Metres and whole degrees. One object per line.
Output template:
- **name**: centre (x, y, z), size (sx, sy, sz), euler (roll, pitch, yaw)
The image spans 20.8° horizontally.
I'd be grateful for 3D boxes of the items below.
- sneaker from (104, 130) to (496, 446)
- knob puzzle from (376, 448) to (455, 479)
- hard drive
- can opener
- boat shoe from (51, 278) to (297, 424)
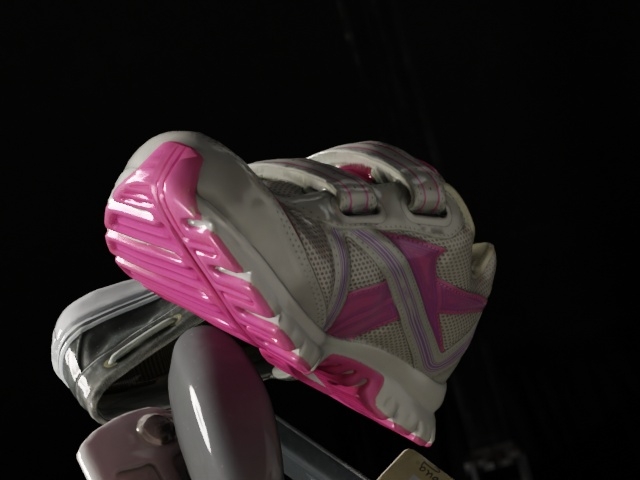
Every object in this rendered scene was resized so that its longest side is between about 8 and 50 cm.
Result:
- **sneaker**: centre (0.000, 0.000, 0.757), size (0.111, 0.103, 0.252), euler (-61, -30, -6)
- **knob puzzle**: centre (0.034, 0.174, 0.441), size (0.213, 0.213, 0.030), euler (-5, -21, -10)
- **hard drive**: centre (0.005, 0.179, 1.314), size (0.022, 0.135, 0.094), euler (-50, -35, -14)
- **can opener**: centre (-0.022, 0.159, 0.704), size (0.074, 0.280, 0.093), euler (-12, -40, -25)
- **boat shoe**: centre (-0.037, 0.063, 1.343), size (0.335, 0.119, 0.121), euler (-23, -50, -8)
